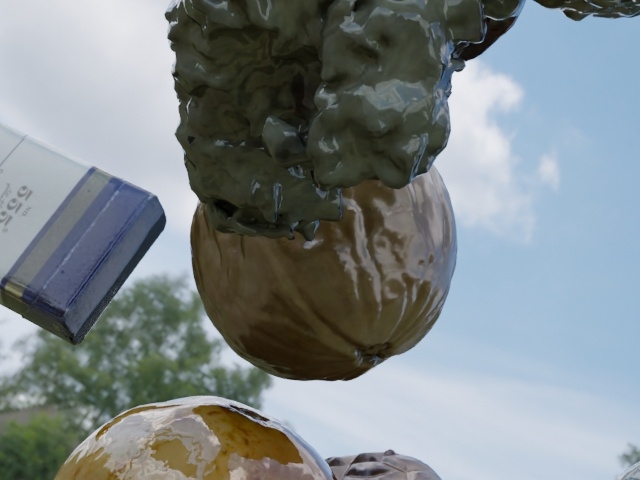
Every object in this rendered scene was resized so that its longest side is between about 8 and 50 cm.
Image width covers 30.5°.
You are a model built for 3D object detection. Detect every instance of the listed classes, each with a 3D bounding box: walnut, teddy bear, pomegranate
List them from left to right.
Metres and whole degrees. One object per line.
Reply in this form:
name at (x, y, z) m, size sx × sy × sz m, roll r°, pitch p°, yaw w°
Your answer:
pomegranate at (-0.094, 0.237, 0.905) m, size 0.248 × 0.248 × 0.248 m, roll 27°, pitch -23°, yaw 13°
walnut at (0.000, 0.000, 0.943) m, size 0.228 × 0.228 × 0.228 m, roll 27°, pitch -23°, yaw 13°
teddy bear at (0.092, -0.173, 0.677) m, size 0.367 × 0.357 × 0.224 m, roll 7°, pitch -26°, yaw 30°

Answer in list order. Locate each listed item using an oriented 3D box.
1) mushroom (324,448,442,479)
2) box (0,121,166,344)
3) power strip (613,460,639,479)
mushroom at (0.023, 0.297, 1.086) m, size 0.253 × 0.253 × 0.153 m, roll 5°, pitch -54°, yaw 48°
box at (-0.306, -0.021, 1.187) m, size 0.259 × 0.168 × 0.071 m, roll 26°, pitch -26°, yaw 17°
power strip at (0.342, 0.231, 0.797) m, size 0.265 × 0.193 × 0.059 m, roll 41°, pitch -43°, yaw 39°
